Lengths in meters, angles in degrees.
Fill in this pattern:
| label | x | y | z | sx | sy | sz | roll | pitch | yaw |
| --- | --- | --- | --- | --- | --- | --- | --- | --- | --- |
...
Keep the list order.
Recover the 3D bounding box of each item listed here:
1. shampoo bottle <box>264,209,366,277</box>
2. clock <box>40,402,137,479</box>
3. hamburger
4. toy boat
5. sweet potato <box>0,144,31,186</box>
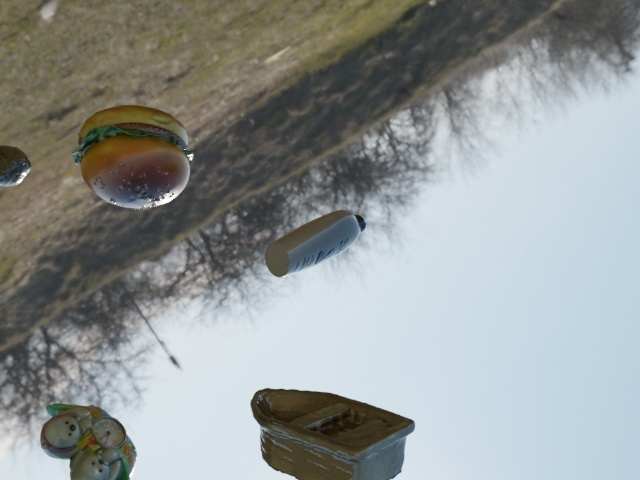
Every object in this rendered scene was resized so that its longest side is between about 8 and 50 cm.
| label | x | y | z | sx | sy | sz | roll | pitch | yaw |
| --- | --- | --- | --- | --- | --- | --- | --- | --- | --- |
| shampoo bottle | 0.000 | 0.000 | 1.621 | 0.257 | 0.078 | 0.127 | -27 | 147 | -43 |
| clock | -0.458 | 0.407 | 1.547 | 0.103 | 0.231 | 0.144 | -51 | 170 | 30 |
| hamburger | -0.385 | -0.157 | 1.628 | 0.246 | 0.170 | 0.246 | -7 | 158 | -3 |
| toy boat | -0.002 | 0.213 | 0.862 | 0.188 | 0.061 | 0.116 | 10 | -167 | 39 |
| sweet potato | -0.608 | -0.140 | 1.409 | 0.233 | 0.081 | 0.062 | 12 | -161 | 24 |
